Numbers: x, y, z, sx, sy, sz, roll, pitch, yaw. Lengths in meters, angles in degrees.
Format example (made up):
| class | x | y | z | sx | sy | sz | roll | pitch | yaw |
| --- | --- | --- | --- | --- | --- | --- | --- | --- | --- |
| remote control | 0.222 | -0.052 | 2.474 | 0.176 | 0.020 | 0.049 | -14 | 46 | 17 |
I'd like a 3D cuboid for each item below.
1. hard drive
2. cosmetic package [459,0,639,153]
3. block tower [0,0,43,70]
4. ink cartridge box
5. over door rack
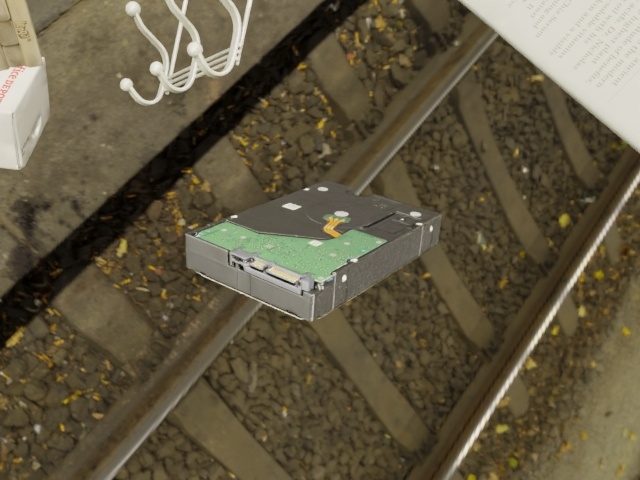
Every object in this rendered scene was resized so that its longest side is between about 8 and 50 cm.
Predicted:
| class | x | y | z | sx | sy | sz | roll | pitch | yaw |
| --- | --- | --- | --- | --- | --- | --- | --- | --- | --- |
| hard drive | 0.000 | 0.000 | 1.003 | 0.339 | 0.236 | 0.064 | -25 | 126 | -49 |
| cosmetic package | 0.341 | -0.259 | 0.727 | 0.161 | 0.453 | 0.230 | 15 | 124 | -45 |
| block tower | -0.456 | -0.201 | 0.643 | 0.335 | 0.097 | 0.091 | -14 | 145 | -15 |
| ink cartridge box | -0.601 | -0.225 | 1.077 | 0.272 | 0.198 | 0.115 | 6 | 130 | -10 |
| over door rack | -0.157 | -0.352 | 0.898 | 0.108 | 0.239 | 0.324 | 29 | 74 | -33 |
